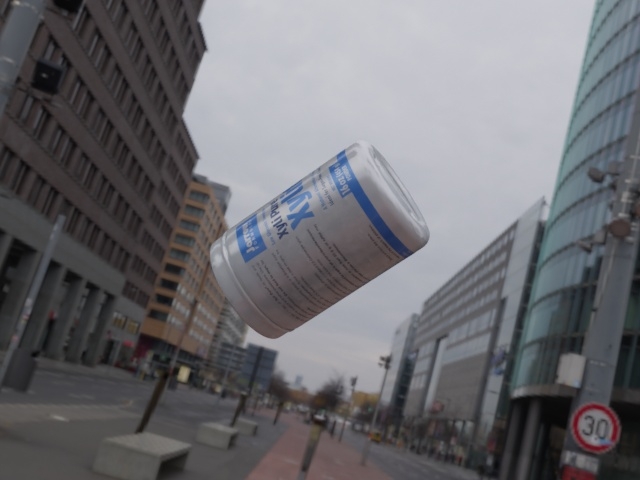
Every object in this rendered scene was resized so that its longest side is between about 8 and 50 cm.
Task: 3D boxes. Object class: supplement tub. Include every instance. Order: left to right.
[{"bbox_3d":[0.000,0.000,0.410,0.107,0.071,0.071,-34,-32,13],"label":"supplement tub"}]
